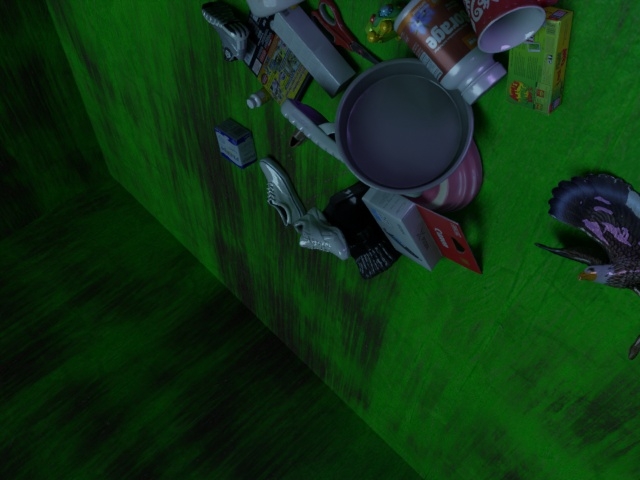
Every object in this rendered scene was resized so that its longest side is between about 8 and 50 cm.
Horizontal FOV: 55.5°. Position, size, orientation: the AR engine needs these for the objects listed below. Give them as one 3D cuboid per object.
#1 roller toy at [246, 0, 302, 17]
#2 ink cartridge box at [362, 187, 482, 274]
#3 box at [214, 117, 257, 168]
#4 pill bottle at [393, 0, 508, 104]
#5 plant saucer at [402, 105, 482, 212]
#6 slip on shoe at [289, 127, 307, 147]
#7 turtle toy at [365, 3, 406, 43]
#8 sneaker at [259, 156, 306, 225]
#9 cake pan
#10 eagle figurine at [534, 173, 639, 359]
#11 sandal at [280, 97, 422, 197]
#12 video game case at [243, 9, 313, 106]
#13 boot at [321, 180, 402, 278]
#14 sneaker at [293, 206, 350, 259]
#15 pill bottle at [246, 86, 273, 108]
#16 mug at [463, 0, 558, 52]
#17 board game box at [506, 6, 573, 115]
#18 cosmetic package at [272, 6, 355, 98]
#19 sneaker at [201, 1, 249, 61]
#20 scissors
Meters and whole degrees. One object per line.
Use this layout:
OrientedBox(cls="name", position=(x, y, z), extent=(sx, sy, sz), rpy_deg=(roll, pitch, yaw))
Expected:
OrientedBox(cls="roller toy", position=(-0.084, -0.588, 1.350), extent=(0.191, 0.209, 0.146), rpy_deg=(33, 153, 60))
OrientedBox(cls="ink cartridge box", position=(0.265, -0.007, 1.570), extent=(0.261, 0.066, 0.296), rpy_deg=(33, 171, 36))
OrientedBox(cls="box", position=(-0.302, -0.345, 2.176), extent=(0.126, 0.072, 0.137), rpy_deg=(36, 151, 31))
OrientedBox(cls="pill bottle", position=(0.251, -0.370, 1.159), extent=(0.216, 0.121, 0.121), rpy_deg=(50, 155, 3))
OrientedBox(cls="plant saucer", position=(0.231, -0.197, 1.469), extent=(0.332, 0.084, 0.332), rpy_deg=(39, 152, 26))
OrientedBox(cls="slip on shoe", position=(-0.062, -0.322, 1.839), extent=(0.051, 0.041, 0.135), rpy_deg=(52, 155, -1))
OrientedBox(cls="turtle toy", position=(0.140, -0.456, 1.281), extent=(0.130, 0.095, 0.066), rpy_deg=(-13, 91, 62))
OrientedBox(cls="sneaker", position=(-0.146, -0.168, 2.127), extent=(0.258, 0.091, 0.094), rpy_deg=(58, 154, -14))
OrientedBox(cls="cake pan", position=(0.178, -0.242, 1.308), extent=(0.293, 0.293, 0.054), rpy_deg=(48, -175, 8))
OrientedBox(cls="eagle figurine", position=(0.562, 0.035, 1.158), extent=(0.226, 0.225, 0.298), rpy_deg=(-46, 43, 26))
OrientedBox(cls="sandal", position=(0.076, -0.242, 1.437), extent=(0.416, 0.169, 0.102), rpy_deg=(36, 109, 17))
OrientedBox(cls="video game case", position=(-0.122, -0.514, 1.694), extent=(0.248, 0.035, 0.275), rpy_deg=(51, 154, 2))
OrientedBox(cls="boot", position=(0.140, -0.034, 1.774), extent=(0.260, 0.131, 0.348), rpy_deg=(57, 166, 5))
OrientedBox(cls="sneaker", position=(0.000, 0.000, 1.810), extent=(0.232, 0.115, 0.090), rpy_deg=(44, 161, 45))
OrientedBox(cls="pill bottle", position=(-0.182, -0.433, 1.844), extent=(0.043, 0.083, 0.043), rpy_deg=(39, 153, 25))
OrientedBox(cls="mug", position=(0.301, -0.417, 1.010), extent=(0.113, 0.150, 0.169), rpy_deg=(121, 134, -64))
OrientedBox(cls="board game box", position=(0.387, -0.323, 1.085), extent=(0.092, 0.043, 0.181), rpy_deg=(32, 148, 36))
OrientedBox(cls="cosmetic package", position=(-0.018, -0.475, 1.512), extent=(0.239, 0.060, 0.099), rpy_deg=(50, 166, -2))
OrientedBox(cls="sneaker", position=(-0.275, -0.584, 1.740), extent=(0.229, 0.086, 0.132), rpy_deg=(53, 152, 38))
OrientedBox(cls="scissors", position=(0.083, -0.456, 1.451), extent=(0.297, 0.021, 0.109), rpy_deg=(47, 154, 5))
